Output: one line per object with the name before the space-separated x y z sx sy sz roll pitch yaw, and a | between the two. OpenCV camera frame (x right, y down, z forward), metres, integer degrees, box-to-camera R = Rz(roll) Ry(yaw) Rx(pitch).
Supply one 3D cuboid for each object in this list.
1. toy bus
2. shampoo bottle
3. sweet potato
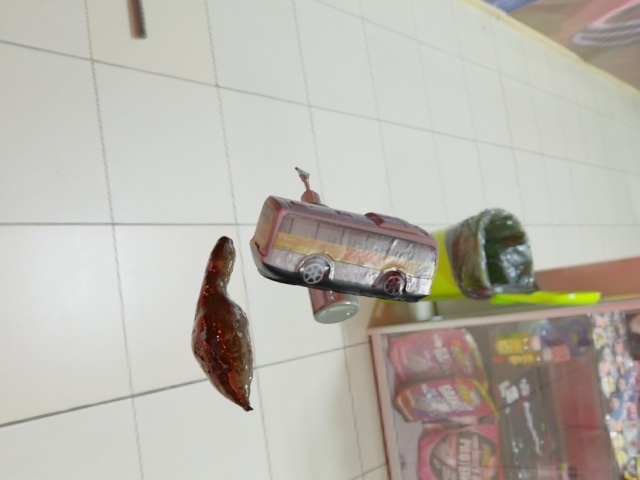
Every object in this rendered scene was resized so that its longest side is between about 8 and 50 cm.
toy bus | 0.025 0.008 0.610 0.171 0.057 0.072 10 106 -23
shampoo bottle | 0.000 0.000 0.799 0.056 0.056 0.195 24 44 -45
sweet potato | -0.126 0.099 0.841 0.074 0.074 0.270 34 31 -40
